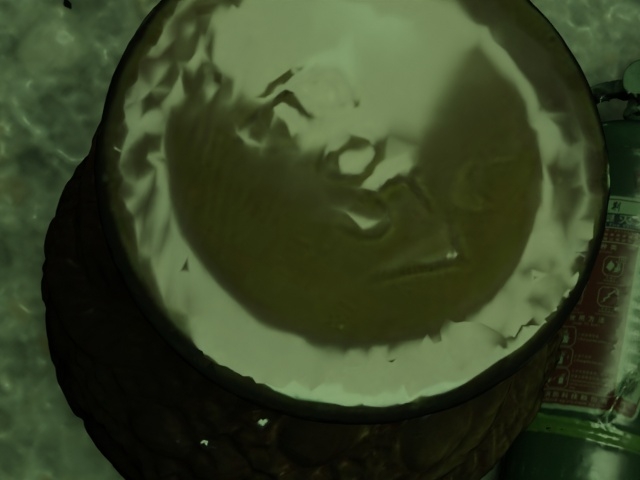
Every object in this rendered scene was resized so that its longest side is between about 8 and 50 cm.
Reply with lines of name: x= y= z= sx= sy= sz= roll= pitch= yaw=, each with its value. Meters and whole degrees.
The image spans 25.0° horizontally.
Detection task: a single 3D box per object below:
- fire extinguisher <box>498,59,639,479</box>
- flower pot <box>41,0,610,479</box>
fire extinguisher: x=0.167 y=0.012 z=0.809 sx=0.093 sy=0.118 sz=0.294 roll=34 pitch=65 yaw=-55
flower pot: x=0.000 y=0.000 z=0.651 sx=0.266 sy=0.267 sz=0.267 roll=1 pitch=75 yaw=-5
